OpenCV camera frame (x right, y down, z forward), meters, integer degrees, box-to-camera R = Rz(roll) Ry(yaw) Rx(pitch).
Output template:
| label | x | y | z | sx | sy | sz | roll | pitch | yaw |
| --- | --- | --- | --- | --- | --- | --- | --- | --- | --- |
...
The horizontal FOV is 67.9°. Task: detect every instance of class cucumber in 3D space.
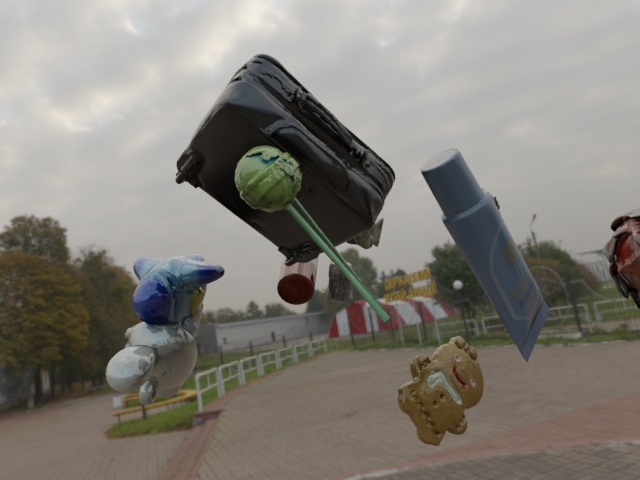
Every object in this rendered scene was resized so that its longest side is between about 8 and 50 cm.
| label | x | y | z | sx | sy | sz | roll | pitch | yaw |
| --- | --- | --- | --- | --- | --- | --- | --- | --- | --- |
| cucumber | 0.049 | 0.111 | 1.246 | 0.064 | 0.111 | 0.064 | 6 | 1 | 0 |

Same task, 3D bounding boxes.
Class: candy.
| label | x | y | z | sx | sy | sz | roll | pitch | yaw |
| --- | --- | --- | --- | --- | --- | --- | --- | --- | --- |
| candy | 0.000 | 0.000 | 0.714 | 0.092 | 0.335 | 0.093 | -35 | 9 | 24 |

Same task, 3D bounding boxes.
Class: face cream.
| label | x | y | z | sx | sy | sz | roll | pitch | yaw |
| --- | --- | --- | --- | --- | --- | --- | --- | --- | --- |
| face cream | 0.293 | 0.021 | 0.813 | 0.086 | 0.385 | 0.135 | -14 | 26 | 50 |
| face cream | -0.056 | 0.071 | 1.257 | 0.096 | 0.095 | 0.214 | -10 | 27 | 8 |

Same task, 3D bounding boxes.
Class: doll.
| label | x | y | z | sx | sy | sz | roll | pitch | yaw |
| --- | --- | --- | --- | --- | --- | --- | --- | --- | --- |
| doll | -0.335 | 0.162 | 1.025 | 0.187 | 0.365 | 0.376 | 18 | -24 | -19 |

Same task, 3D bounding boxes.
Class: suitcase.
| label | x | y | z | sx | sy | sz | roll | pitch | yaw |
| --- | --- | --- | --- | --- | --- | --- | --- | --- | --- |
| suitcase | -0.067 | -0.132 | 0.887 | 0.345 | 0.188 | 0.339 | 40 | -30 | -15 |

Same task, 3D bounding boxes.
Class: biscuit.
| label | x | y | z | sx | sy | sz | roll | pitch | yaw |
| --- | --- | --- | --- | --- | --- | --- | --- | --- | --- |
| biscuit | 0.269 | 0.312 | 1.011 | 0.249 | 0.184 | 0.035 | -28 | -4 | -36 |

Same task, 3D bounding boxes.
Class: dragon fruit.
| label | x | y | z | sx | sy | sz | roll | pitch | yaw |
| --- | --- | --- | --- | --- | --- | --- | --- | --- | --- |
| dragon fruit | 0.538 | 0.023 | 0.733 | 0.182 | 0.182 | 0.189 | -16 | 10 | 35 |

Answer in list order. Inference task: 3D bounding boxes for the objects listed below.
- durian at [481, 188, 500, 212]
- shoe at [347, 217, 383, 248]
| label | x | y | z | sx | sy | sz | roll | pitch | yaw |
| --- | --- | --- | --- | --- | --- | --- | --- | --- | --- |
| durian | 0.370 | -0.081 | 1.097 | 0.110 | 0.071 | 0.140 | 28 | 5 | -3 |
| shoe | 0.087 | -0.024 | 1.110 | 0.099 | 0.071 | 0.169 | 11 | 11 | 19 |
